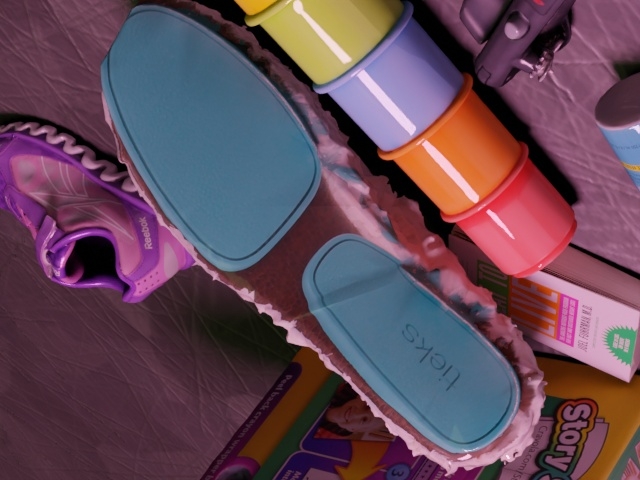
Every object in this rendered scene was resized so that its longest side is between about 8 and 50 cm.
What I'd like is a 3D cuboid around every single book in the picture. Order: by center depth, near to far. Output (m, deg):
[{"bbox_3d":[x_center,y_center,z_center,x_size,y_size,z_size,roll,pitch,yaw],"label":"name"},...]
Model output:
[{"bbox_3d":[0.161,0.039,1.376,0.144,0.035,0.096,24,148,19],"label":"book"}]

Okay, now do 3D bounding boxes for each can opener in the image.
[{"bbox_3d":[0.135,-0.152,1.141,0.073,0.059,0.186,39,147,-1],"label":"can opener"}]

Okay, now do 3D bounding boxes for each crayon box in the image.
[{"bbox_3d":[0.049,0.233,1.409,0.313,0.363,0.106,9,137,37],"label":"crayon box"}]

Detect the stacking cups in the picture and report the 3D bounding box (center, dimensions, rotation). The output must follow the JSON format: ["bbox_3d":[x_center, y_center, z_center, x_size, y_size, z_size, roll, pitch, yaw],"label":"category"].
[{"bbox_3d":[0.041,-0.100,1.262,0.316,0.096,0.096,49,145,-17],"label":"stacking cups"}]

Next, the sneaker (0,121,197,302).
[{"bbox_3d":[-0.205,-0.017,1.588,0.236,0.104,0.095,22,145,25],"label":"sneaker"}]

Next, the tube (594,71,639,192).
[{"bbox_3d":[0.241,-0.015,1.222,0.080,0.052,0.207,11,145,52],"label":"tube"}]

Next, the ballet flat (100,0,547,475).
[{"bbox_3d":[0.000,0.000,1.375,0.409,0.147,0.147,49,148,7],"label":"ballet flat"}]
